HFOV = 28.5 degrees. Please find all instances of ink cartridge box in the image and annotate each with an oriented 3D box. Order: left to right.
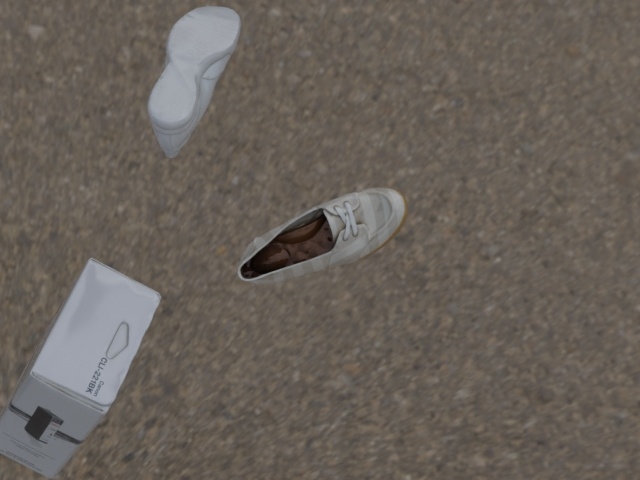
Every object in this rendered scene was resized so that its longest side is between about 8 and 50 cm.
[{"bbox_3d":[-0.339,0.178,1.714,0.114,0.273,0.197,29,53,-11],"label":"ink cartridge box"}]

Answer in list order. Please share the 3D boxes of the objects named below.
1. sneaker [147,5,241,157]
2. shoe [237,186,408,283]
[{"bbox_3d":[-0.158,-0.196,1.545,0.080,0.094,0.212,17,57,9],"label":"sneaker"},{"bbox_3d":[0.000,0.000,1.466,0.219,0.058,0.077,-24,85,15],"label":"shoe"}]
